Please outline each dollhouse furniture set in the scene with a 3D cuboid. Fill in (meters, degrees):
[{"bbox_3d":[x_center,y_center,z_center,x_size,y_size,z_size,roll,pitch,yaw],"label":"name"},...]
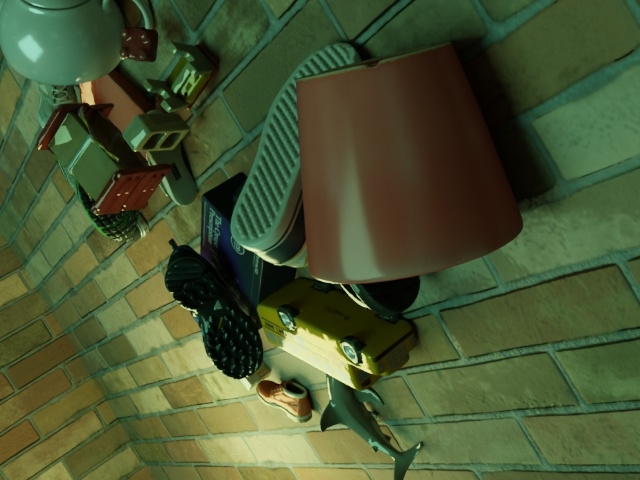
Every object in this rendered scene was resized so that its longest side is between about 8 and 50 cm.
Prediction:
[{"bbox_3d":[-0.344,-0.243,1.658,0.201,0.152,0.374,48,116,14],"label":"dollhouse furniture set"}]

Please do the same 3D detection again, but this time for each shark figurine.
[{"bbox_3d":[0.064,0.353,1.712,0.278,0.116,0.166,55,152,9],"label":"shark figurine"}]

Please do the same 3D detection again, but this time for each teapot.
[{"bbox_3d":[-0.482,-0.425,1.665,0.252,0.256,0.187,49,147,32],"label":"teapot"}]

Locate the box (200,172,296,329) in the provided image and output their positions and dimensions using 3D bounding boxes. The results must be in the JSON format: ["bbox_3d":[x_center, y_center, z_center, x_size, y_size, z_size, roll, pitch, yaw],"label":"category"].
[{"bbox_3d":[-0.141,0.028,1.719,0.184,0.103,0.261,41,147,22],"label":"box"}]

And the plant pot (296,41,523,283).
[{"bbox_3d":[0.091,-0.103,1.092,0.275,0.275,0.243,5,112,55],"label":"plant pot"}]

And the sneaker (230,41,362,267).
[{"bbox_3d":[-0.013,-0.115,1.244,0.126,0.321,0.127,15,165,40],"label":"sneaker"}]

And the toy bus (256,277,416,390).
[{"bbox_3d":[0.025,0.166,1.586,0.332,0.108,0.130,21,135,47],"label":"toy bus"}]

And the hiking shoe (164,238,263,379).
[{"bbox_3d":[-0.199,0.133,1.734,0.132,0.113,0.304,-112,-3,-62],"label":"hiking shoe"}]

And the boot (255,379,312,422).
[{"bbox_3d":[-0.084,0.336,1.980,0.158,0.059,0.085,21,132,35],"label":"boot"}]

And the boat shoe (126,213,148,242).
[{"bbox_3d":[-0.524,-0.079,2.220,0.228,0.076,0.080,47,149,18],"label":"boat shoe"}]

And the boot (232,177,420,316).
[{"bbox_3d":[0.003,-0.002,1.428,0.348,0.131,0.260,62,146,13],"label":"boot"}]

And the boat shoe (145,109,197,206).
[{"bbox_3d":[-0.325,-0.169,1.827,0.070,0.078,0.219,21,137,45],"label":"boat shoe"}]

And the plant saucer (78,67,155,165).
[{"bbox_3d":[-0.435,-0.269,1.930,0.259,0.047,0.258,44,149,24],"label":"plant saucer"}]

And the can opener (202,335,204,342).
[{"bbox_3d":[-0.217,0.189,2.040,0.186,0.059,0.073,-27,68,51],"label":"can opener"}]

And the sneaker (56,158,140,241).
[{"bbox_3d":[-0.542,-0.147,2.155,0.343,0.134,0.146,61,159,12],"label":"sneaker"}]

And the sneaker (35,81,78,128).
[{"bbox_3d":[-0.594,-0.345,1.995,0.121,0.099,0.262,103,148,-42],"label":"sneaker"}]

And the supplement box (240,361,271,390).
[{"bbox_3d":[-0.170,0.289,2.052,0.098,0.062,0.036,47,148,16],"label":"supplement box"}]
